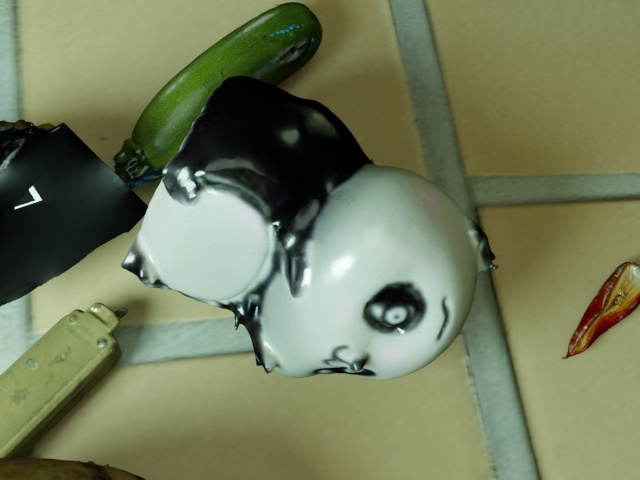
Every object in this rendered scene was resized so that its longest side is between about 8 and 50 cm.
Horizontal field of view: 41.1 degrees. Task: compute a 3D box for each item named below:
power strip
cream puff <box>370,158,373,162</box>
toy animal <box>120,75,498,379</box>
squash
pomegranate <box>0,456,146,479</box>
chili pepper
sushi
[{"bbox_3d":[-0.286,0.167,0.767,0.064,0.044,0.305,33,63,20],"label":"power strip"},{"bbox_3d":[0.034,-0.054,0.942,0.083,0.058,0.083,-26,75,-24],"label":"cream puff"},{"bbox_3d":[0.000,0.000,0.814,0.310,0.251,0.250,32,63,-5],"label":"toy animal"},{"bbox_3d":[-0.114,-0.164,0.939,0.087,0.087,0.331,42,66,5],"label":"squash"},{"bbox_3d":[-0.217,0.288,0.620,0.281,0.281,0.281,5,66,-13],"label":"pomegranate"},{"bbox_3d":[0.328,0.082,0.979,0.045,0.027,0.178,42,63,10],"label":"chili pepper"},{"bbox_3d":[-0.298,-0.038,0.798,0.150,0.153,0.172,35,79,35],"label":"sushi"}]
